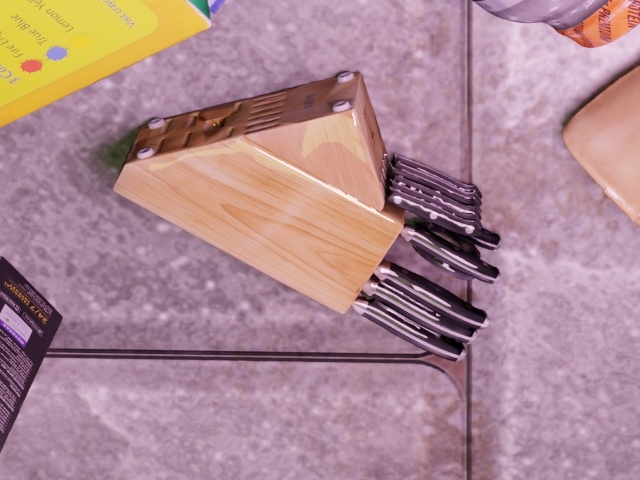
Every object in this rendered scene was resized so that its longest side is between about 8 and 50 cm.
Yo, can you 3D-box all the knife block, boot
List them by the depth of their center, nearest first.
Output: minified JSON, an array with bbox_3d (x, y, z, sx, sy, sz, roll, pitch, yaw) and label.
[{"bbox_3d":[0.360,-0.087,1.517,0.269,0.089,0.236,-43,88,20],"label":"boot"},{"bbox_3d":[0.000,0.000,1.593,0.275,0.088,0.242,-13,112,11],"label":"knife block"}]

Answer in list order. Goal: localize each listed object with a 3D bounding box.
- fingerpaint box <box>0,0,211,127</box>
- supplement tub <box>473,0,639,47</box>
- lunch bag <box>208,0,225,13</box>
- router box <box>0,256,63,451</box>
[{"bbox_3d":[-0.345,-0.232,1.279,0.371,0.163,0.445,-24,145,20],"label":"fingerpaint box"},{"bbox_3d":[0.111,-0.283,1.382,0.316,0.193,0.193,35,114,-18],"label":"supplement tub"},{"bbox_3d":[-0.080,-0.270,1.471,0.129,0.096,0.151,34,123,-10],"label":"lunch bag"},{"bbox_3d":[-0.366,0.175,1.627,0.309,0.243,0.081,-37,106,21],"label":"router box"}]
